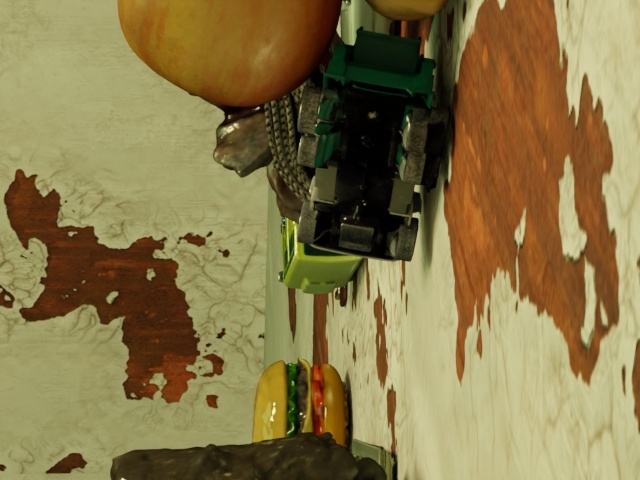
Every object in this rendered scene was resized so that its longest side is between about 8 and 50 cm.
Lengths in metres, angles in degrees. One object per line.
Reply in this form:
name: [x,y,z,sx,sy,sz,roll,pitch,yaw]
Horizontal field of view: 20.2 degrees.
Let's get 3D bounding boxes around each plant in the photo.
plant: [-0.048,0.265,1.509,0.199,0.276,0.188,128,138,-68]

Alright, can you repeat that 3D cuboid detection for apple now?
apple: [-0.066,-0.200,1.337,0.199,0.199,0.199,180,90,-86]

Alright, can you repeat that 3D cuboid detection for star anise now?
star anise: [-0.032,-0.127,1.755,0.315,0.108,0.315,36,-133,-52]

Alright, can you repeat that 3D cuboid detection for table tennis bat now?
table tennis bat: [0.026,0.059,2.197,0.083,0.007,0.050,114,155,-74]

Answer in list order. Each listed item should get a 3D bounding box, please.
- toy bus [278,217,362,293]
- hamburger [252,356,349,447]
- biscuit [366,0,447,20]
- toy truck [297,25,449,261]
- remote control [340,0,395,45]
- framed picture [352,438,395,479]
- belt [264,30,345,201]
toy bus: [0.000,0.000,2.013,0.175,0.088,0.101,113,155,-76]
hamburger: [-0.024,0.221,2.140,0.162,0.115,0.162,-178,90,-87]
biscuit: [0.047,-0.376,1.303,0.446,0.104,0.429,-95,6,-47]
toy truck: [0.043,-0.082,1.406,0.216,0.110,0.116,95,-174,-55]
remote control: [0.041,-0.280,1.684,0.140,0.056,0.296,-102,11,-81]
framed picture: [0.052,0.315,1.788,0.293,0.018,0.231,137,133,-84]
belt: [-0.023,-0.177,1.547,0.094,0.126,0.359,-67,-32,-43]
